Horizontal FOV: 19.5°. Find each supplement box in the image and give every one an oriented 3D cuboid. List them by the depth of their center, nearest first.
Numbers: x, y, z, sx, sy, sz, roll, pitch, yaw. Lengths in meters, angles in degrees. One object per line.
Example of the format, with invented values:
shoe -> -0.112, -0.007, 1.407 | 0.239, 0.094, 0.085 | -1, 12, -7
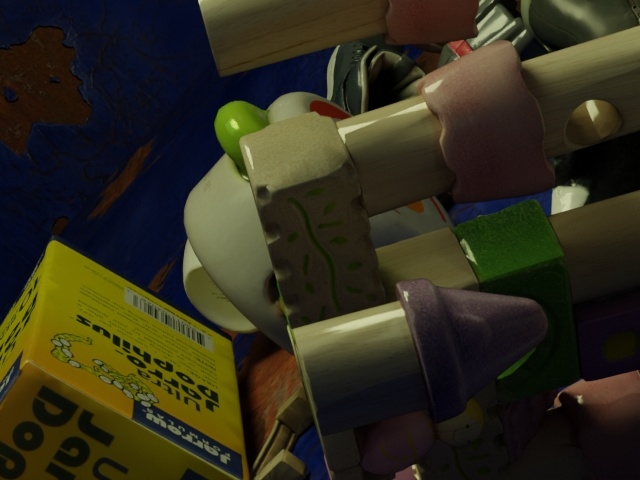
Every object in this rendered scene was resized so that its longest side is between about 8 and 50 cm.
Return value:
supplement box -> -0.193, 0.163, 1.511 | 0.194, 0.195, 0.356 | -57, 12, 10

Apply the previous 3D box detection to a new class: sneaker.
sneaker -> 0.255, -0.162, 1.220 | 0.222, 0.083, 0.118 | -25, 36, -8
sneaker -> 0.061, -0.162, 1.819 | 0.163, 0.086, 0.226 | -50, 18, 53

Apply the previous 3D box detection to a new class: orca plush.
orca plush -> 0.195, -0.020, 1.130 | 0.287, 0.102, 0.151 | -60, -31, -71

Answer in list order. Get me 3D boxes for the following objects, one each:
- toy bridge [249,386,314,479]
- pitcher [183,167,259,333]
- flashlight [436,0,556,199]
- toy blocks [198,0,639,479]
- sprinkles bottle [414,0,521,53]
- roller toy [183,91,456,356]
toy bridge -> -0.037, 0.183, 1.374 | 0.063, 0.026, 0.188 | -46, 14, 27
pitcher -> -0.061, -0.014, 1.715 | 0.178, 0.125, 0.207 | -1, 40, 35
flashlight -> 0.070, -0.067, 1.522 | 0.304, 0.103, 0.103 | -44, -4, 13
toy blocks -> 0.118, 0.032, 0.821 | 0.260, 0.288, 0.309 | -15, 42, -2
sprinkles bottle -> 0.166, -0.240, 1.651 | 0.121, 0.121, 0.355 | -53, 14, -10
roller toy -> 0.000, 0.000, 1.403 | 0.146, 0.209, 0.191 | -46, -21, 16
